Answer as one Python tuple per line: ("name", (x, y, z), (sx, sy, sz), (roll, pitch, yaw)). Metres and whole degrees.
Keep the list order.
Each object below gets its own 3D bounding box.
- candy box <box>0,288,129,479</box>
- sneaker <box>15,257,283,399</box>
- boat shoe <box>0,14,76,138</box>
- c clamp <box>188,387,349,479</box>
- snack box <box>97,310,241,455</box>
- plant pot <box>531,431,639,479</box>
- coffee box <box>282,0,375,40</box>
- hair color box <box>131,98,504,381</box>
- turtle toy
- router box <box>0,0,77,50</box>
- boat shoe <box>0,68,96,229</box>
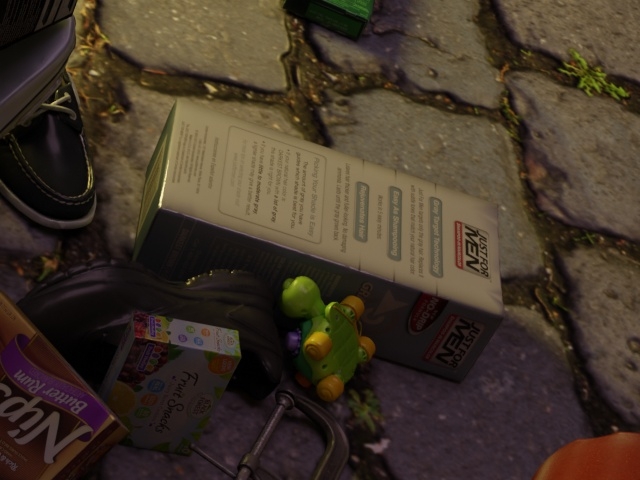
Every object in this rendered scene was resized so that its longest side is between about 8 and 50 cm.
("candy box", (-0.270, 0.135, 1.507), (0.109, 0.053, 0.187), (-43, 69, -6))
("sneaker", (-0.157, 0.095, 1.625), (0.286, 0.109, 0.130), (1, 52, -27))
("boat shoe", (-0.388, -0.096, 1.678), (0.136, 0.156, 0.367), (40, 69, 9))
("c clamp", (-0.036, 0.194, 1.627), (0.137, 0.022, 0.160), (43, 37, -3))
("snack box", (-0.142, 0.131, 1.557), (0.100, 0.141, 0.037), (11, 41, -20))
("plant pot", (0.257, 0.319, 1.510), (0.272, 0.272, 0.265), (29, 31, 1))
("coffee box", (0.021, -0.343, 2.259), (0.113, 0.040, 0.184), (22, 39, -8))
("hair color box", (0.000, 0.000, 1.810), (0.375, 0.113, 0.185), (17, 40, -12))
("turtle toy", (-0.001, 0.094, 1.717), (0.066, 0.130, 0.095), (1, 30, 33))
("router box", (-0.401, -0.279, 1.566), (0.309, 0.081, 0.243), (32, 33, 10))
("boat shoe", (-0.307, -0.142, 1.802), (0.114, 0.091, 0.302), (-8, 51, -37))
